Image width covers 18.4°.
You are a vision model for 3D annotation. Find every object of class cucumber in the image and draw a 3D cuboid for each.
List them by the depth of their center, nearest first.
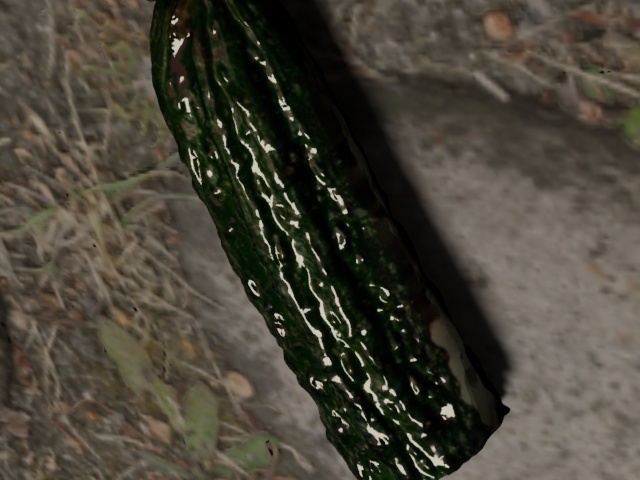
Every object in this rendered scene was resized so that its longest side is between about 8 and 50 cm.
[{"bbox_3d":[-0.001,0.001,0.791,0.077,0.077,0.265,-11,119,37],"label":"cucumber"}]
